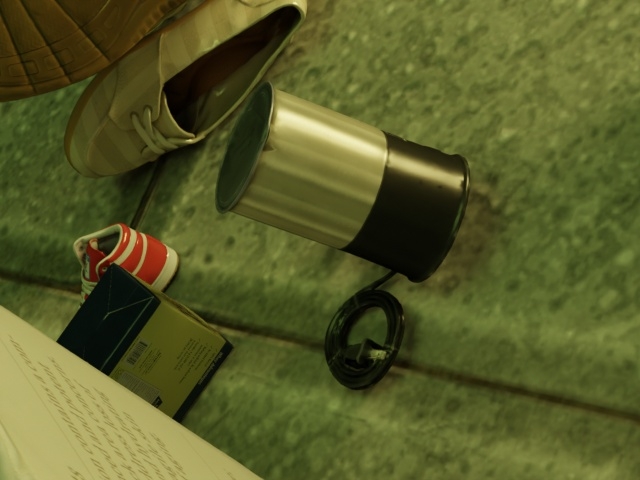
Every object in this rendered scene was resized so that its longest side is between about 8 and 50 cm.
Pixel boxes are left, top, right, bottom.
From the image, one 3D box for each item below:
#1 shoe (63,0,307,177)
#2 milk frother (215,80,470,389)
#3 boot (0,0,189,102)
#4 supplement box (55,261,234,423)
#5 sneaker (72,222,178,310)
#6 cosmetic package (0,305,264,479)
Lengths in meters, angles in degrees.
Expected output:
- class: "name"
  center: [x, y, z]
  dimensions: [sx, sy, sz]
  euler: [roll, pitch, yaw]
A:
- class: "shoe"
  center: [-0.096, -0.115, 1.268]
  dimensions: [0.219, 0.076, 0.058]
  euler: [-40, 40, 12]
- class: "milk frother"
  center: [0.000, 0.000, 1.072]
  dimensions: [0.129, 0.134, 0.143]
  euler: [136, 149, -57]
- class: "boot"
  center: [-0.164, -0.184, 1.274]
  dimensions: [0.262, 0.095, 0.203]
  euler: [-34, 13, -7]
- class: "supplement box"
  center: [-0.120, 0.075, 1.164]
  dimensions: [0.083, 0.083, 0.056]
  euler: [-54, 44, 0]
- class: "sneaker"
  center: [-0.156, 0.042, 1.228]
  dimensions: [0.042, 0.067, 0.118]
  euler: [32, 87, 47]
- class: "cosmetic package"
  center: [-0.130, 0.271, 0.821]
  dimensions: [0.327, 0.393, 0.329]
  euler: [-47, 43, 2]
